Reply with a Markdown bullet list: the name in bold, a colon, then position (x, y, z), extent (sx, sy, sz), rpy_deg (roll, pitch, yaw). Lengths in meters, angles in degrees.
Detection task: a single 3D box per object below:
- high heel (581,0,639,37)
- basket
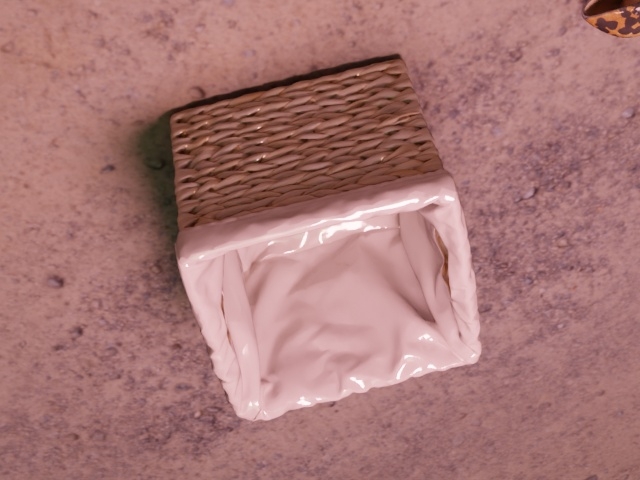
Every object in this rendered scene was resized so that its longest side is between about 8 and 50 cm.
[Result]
- **high heel**: position (0.411, -0.334, 1.565), extent (0.186, 0.093, 0.261), rpy_deg (-9, 146, -14)
- **basket**: position (0.000, 0.000, 1.685), extent (0.331, 0.266, 0.328), rpy_deg (-15, 137, 0)
